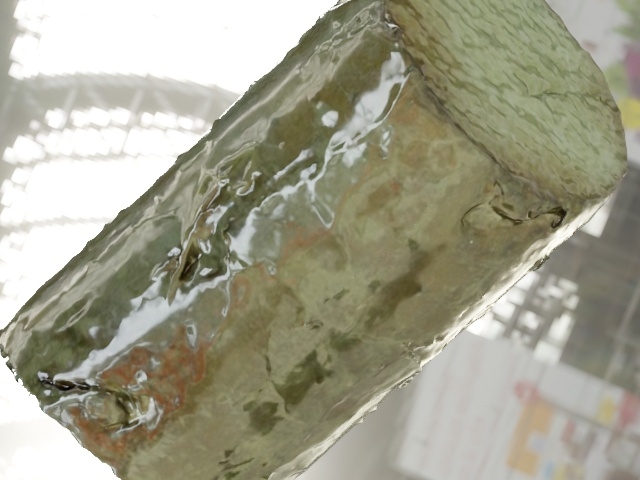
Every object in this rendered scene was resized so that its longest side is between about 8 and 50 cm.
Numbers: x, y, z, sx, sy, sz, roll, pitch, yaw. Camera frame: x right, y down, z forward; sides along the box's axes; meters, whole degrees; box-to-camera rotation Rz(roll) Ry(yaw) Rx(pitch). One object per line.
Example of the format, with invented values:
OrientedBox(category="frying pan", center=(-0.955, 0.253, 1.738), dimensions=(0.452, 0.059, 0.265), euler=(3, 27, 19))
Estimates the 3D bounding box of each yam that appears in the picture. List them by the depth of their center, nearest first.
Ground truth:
OrientedBox(category="yam", center=(0.000, 0.000, 0.864), dimensions=(0.304, 0.168, 0.168), euler=(-42, -10, 14))
